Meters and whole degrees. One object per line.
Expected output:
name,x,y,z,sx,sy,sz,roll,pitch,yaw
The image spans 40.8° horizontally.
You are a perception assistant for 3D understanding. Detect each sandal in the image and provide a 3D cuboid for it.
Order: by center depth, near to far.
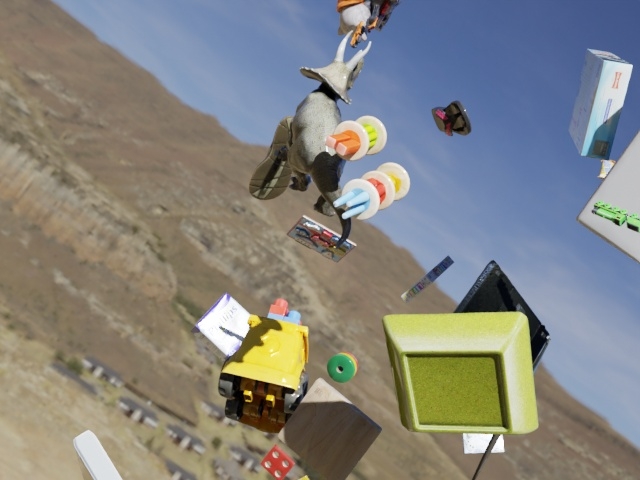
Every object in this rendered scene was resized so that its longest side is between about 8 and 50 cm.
sandal,0.237,-0.223,1.616,0.179,0.040,0.067,-157,-136,-77
sandal,-0.099,-0.194,2.023,0.090,0.219,0.060,19,18,-6

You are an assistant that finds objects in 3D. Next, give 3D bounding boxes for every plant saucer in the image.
plant saucer,0.180,0.185,1.118,0.045,0.188,0.188,-61,144,-58

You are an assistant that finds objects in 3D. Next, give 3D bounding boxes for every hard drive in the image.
hard drive,-0.430,0.558,1.796,0.233,0.047,0.353,51,-27,21

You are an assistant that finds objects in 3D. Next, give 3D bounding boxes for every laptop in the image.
laptop,0.265,0.214,1.400,0.264,0.234,0.136,52,-41,-10

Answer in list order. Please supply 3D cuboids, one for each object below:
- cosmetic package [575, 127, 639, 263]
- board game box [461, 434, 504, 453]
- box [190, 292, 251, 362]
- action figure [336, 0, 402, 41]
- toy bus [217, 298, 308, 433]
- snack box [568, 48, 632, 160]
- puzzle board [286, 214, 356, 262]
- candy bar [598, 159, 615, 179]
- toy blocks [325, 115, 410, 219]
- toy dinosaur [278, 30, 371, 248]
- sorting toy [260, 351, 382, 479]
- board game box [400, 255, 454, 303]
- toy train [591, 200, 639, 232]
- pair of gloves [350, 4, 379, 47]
cosmetic package,0.687,-0.197,1.596,0.161,0.453,0.230,37,39,15
board game box,0.363,0.432,1.931,0.090,0.090,0.020,-1,-19,-3
box,-0.247,0.233,2.262,0.137,0.126,0.072,43,-24,-2
action figure,0.102,-0.587,1.886,0.178,0.330,0.341,14,-11,-4
toy bus,-0.084,0.225,1.569,0.149,0.211,0.220,10,-36,8
snack box,0.573,-0.289,1.780,0.060,0.187,0.322,11,19,8
puzzle board,0.000,0.000,1.802,0.128,0.011,0.096,29,-33,-10
candy bar,0.728,-0.178,2.186,0.040,0.018,0.161,14,26,16
toy blocks,0.045,-0.089,1.077,0.148,0.054,0.123,-30,94,-58
toy dinosaur,-0.004,-0.136,1.219,0.121,0.313,0.160,6,-34,2
sorting toy,0.015,0.317,1.411,0.132,0.274,0.046,38,20,14
board game box,0.285,0.103,2.279,0.026,0.103,0.154,50,37,6
toy train,0.407,-0.032,1.174,0.083,0.024,0.017,29,-32,45
pair of gloves,0.083,-0.401,1.607,0.010,0.074,0.083,29,-41,-19
